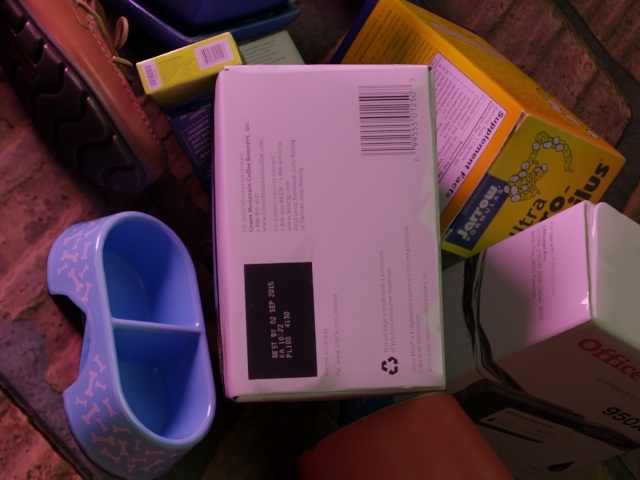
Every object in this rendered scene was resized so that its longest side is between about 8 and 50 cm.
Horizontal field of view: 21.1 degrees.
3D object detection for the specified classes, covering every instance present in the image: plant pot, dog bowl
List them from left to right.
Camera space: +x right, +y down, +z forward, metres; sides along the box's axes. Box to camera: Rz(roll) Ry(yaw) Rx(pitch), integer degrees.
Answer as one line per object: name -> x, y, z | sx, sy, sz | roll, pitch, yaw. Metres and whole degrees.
dog bowl -> -0.195, 0.104, 1.831 | 0.166, 0.074, 0.297 | 10, 62, -44
plant pot -> -0.137, -0.355, 2.004 | 0.236, 0.212, 0.236 | 38, 37, 25
plant pot -> 0.107, 0.316, 1.893 | 0.275, 0.275, 0.243 | -6, 65, -48

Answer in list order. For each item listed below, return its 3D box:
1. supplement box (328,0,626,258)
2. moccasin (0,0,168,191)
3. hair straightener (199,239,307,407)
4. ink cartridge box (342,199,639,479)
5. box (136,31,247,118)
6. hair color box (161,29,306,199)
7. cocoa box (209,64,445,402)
supplement box -> 0.172, -0.135, 2.138 | 0.195, 0.194, 0.356 | 19, 21, -39
moccasin -> -0.286, -0.224, 1.892 | 0.147, 0.139, 0.380 | -35, 85, -42
hair straightener -> -0.077, 0.099, 1.993 | 0.089, 0.047, 0.230 | -33, 98, -41
ink cartridge box -> 0.261, 0.142, 2.039 | 0.285, 0.395, 0.166 | 28, 50, -33
box -> -0.134, -0.180, 1.885 | 0.178, 0.109, 0.042 | 57, 14, -86
hair color box -> -0.039, -0.066, 2.069 | 0.174, 0.105, 0.347 | -28, 89, -50
cocoa box -> 0.000, 0.000, 1.856 | 0.231, 0.228, 0.347 | -2, 84, -6
